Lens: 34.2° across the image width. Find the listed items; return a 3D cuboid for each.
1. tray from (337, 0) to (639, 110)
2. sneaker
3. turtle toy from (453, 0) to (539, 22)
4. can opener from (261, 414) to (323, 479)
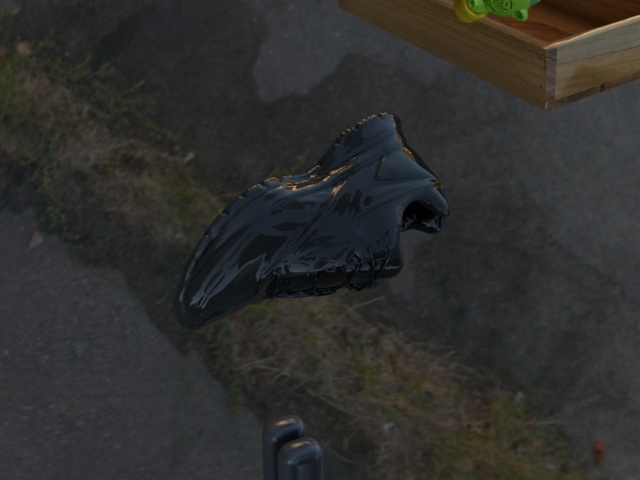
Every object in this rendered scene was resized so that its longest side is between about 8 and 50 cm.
[{"bbox_3d":[0.206,-0.271,1.206,0.202,0.411,0.076,-20,125,-22],"label":"tray"},{"bbox_3d":[0.000,0.000,0.907,0.286,0.109,0.130,-35,76,-22],"label":"sneaker"},{"bbox_3d":[0.139,-0.225,0.768,0.066,0.095,0.130,-10,86,-27],"label":"turtle toy"},{"bbox_3d":[-0.013,0.297,1.056,0.093,0.074,0.281,-19,123,-22],"label":"can opener"}]
